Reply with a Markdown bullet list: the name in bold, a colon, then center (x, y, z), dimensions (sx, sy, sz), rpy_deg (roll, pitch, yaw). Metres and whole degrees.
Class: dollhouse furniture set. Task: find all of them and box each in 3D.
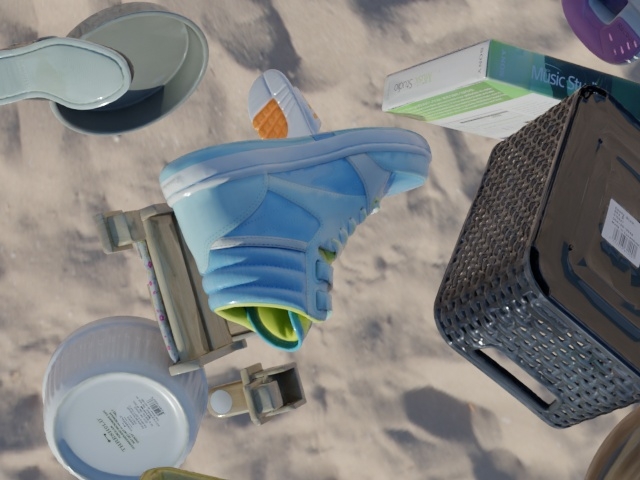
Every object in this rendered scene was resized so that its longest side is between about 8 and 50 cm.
- **dollhouse furniture set**: center (-0.191, 0.118, 1.355), dimensions (0.173, 0.355, 0.303), rpy_deg (-17, 88, 20)

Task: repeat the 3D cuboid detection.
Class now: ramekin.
- **ramekin**: center (-0.242, 0.206, 1.339), dimensions (0.207, 0.109, 0.207), rpy_deg (-2, 111, -5)

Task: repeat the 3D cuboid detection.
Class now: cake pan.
- **cake pan**: center (-0.337, -0.301, 1.893), dimensions (0.293, 0.054, 0.293), rpy_deg (-23, 151, -13)

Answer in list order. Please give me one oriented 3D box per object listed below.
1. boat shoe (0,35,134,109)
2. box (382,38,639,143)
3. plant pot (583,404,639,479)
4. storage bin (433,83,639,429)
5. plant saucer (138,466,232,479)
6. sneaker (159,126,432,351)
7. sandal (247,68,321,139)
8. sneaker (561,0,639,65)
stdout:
- **boat shoe**: center (-0.406, -0.264, 1.669), dimensions (0.302, 0.091, 0.114), rpy_deg (6, 114, 22)
- **box**: center (0.276, -0.180, 1.428), dimensions (0.322, 0.232, 0.058), rpy_deg (8, 83, -29)
- **plant pot**: center (0.320, 0.231, 0.819), dimensions (0.237, 0.110, 0.237), rpy_deg (1, 101, 7)
- **storage bin**: center (0.159, 0.008, 0.669), dimensions (0.122, 0.180, 0.084), rpy_deg (39, 139, -15)
- **plant saucer**: center (-0.012, 0.306, 0.823), dimensions (0.332, 0.333, 0.081), rpy_deg (13, 103, 1)
- **sneaker**: center (0.000, 0.000, 1.117), dimensions (0.319, 0.127, 0.208), rpy_deg (-10, 81, -32)
- **sandal**: center (-0.037, -0.177, 1.930), dimensions (0.102, 0.076, 0.265), rpy_deg (-29, 90, 28)
- **sneaker**: center (0.250, -0.218, 0.689), dimensions (0.104, 0.095, 0.236), rpy_deg (-20, 154, -34)
